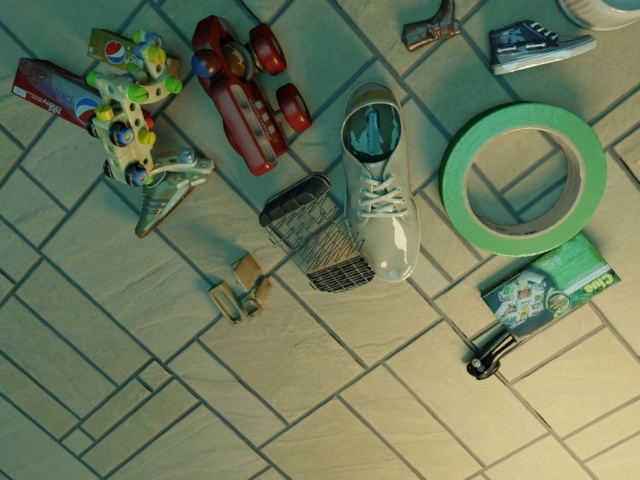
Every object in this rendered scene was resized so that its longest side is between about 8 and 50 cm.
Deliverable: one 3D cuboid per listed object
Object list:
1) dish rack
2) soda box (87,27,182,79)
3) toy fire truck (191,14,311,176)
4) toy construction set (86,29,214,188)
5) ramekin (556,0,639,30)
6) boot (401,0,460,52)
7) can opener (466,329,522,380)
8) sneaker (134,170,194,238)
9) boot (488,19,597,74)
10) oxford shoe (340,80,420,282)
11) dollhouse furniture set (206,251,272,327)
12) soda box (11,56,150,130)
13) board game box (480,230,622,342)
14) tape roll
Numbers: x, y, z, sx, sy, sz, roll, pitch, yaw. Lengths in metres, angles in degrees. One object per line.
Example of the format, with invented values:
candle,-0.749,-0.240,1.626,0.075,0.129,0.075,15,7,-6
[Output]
dish rack,0.000,0.000,1.056,0.208,0.074,0.271,-23,114,44
soda box,-0.398,-0.393,1.012,0.181,0.058,0.061,21,111,-1
toy fire truck,-0.149,-0.286,0.913,0.169,0.254,0.302,-22,105,14
toy construction set,-0.349,-0.232,0.961,0.151,0.215,0.327,11,138,27
ramekin,0.537,-0.487,0.833,0.207,0.109,0.207,2,109,6
boot,0.210,-0.440,0.932,0.114,0.037,0.106,-12,105,16
can opener,0.428,0.266,1.145,0.059,0.073,0.186,46,110,32
sneaker,-0.389,-0.097,1.114,0.192,0.064,0.086,-42,98,13
boot,0.424,-0.385,0.902,0.190,0.069,0.086,-11,110,13
oxford shoe,0.125,-0.106,1.010,0.169,0.130,0.449,-6,110,7
dollhouse furniture set,-0.207,0.143,1.139,0.151,0.123,0.144,-31,102,16
soda box,-0.524,-0.303,1.041,0.263,0.092,0.083,27,107,-3
board game box,0.512,0.107,1.064,0.260,0.030,0.136,-38,79,18
tape roll,0.416,-0.127,0.991,0.322,0.077,0.321,3,109,7
